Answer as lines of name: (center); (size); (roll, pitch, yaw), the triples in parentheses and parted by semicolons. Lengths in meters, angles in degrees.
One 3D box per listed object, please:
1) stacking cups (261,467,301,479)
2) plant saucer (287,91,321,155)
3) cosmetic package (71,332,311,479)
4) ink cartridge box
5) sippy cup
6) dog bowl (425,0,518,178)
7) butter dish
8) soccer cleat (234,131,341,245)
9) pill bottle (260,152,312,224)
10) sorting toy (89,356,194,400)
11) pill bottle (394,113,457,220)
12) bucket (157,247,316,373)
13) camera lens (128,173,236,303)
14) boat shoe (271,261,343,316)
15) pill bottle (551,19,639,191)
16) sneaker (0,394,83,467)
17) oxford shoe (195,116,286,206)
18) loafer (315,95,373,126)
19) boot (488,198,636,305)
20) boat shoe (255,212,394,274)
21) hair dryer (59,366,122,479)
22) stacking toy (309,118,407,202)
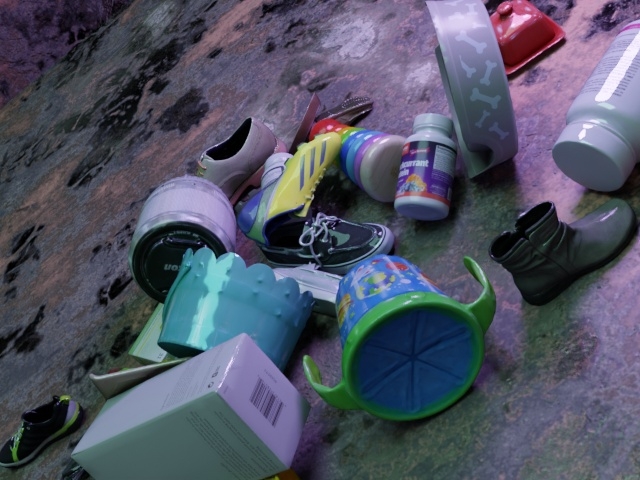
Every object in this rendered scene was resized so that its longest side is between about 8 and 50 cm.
stacking cups: (-0.167, 0.497, 1.387); (0.316, 0.096, 0.096); (-36, 40, 13)
plant saucer: (-0.037, -0.271, 1.959); (0.168, 0.029, 0.168); (-157, 90, -84)
cosmetic package: (-0.225, 0.332, 1.419); (0.365, 0.197, 0.155); (-26, 23, 30)
ink cartridge box: (-0.285, 0.204, 1.761); (0.235, 0.056, 0.171); (6, 57, 43)
sippy cup: (0.127, 0.144, 1.382); (0.305, 0.240, 0.224); (-1, 27, -13)
dog bowl: (0.290, -0.298, 1.566); (0.102, 0.349, 0.349); (-14, 45, 9)
butter dish: (0.417, -0.464, 1.776); (0.159, 0.118, 0.160); (-34, 40, 7)
soccer cleat: (-0.047, -0.104, 1.700); (0.289, 0.093, 0.121); (-44, 66, -10)
pill bottle: (-0.080, -0.111, 1.845); (0.108, 0.108, 0.180); (-26, 42, 16)
sorting toy: (-0.311, 0.276, 1.560); (0.208, 0.193, 0.038); (-8, 57, 0)
pill bottle: (0.210, -0.145, 1.613); (0.108, 0.108, 0.194); (-1, 71, 37)
bucket: (-0.165, 0.152, 1.550); (0.281, 0.281, 0.183); (4, 65, 40)
camera lens: (-0.294, 0.000, 1.787); (0.219, 0.219, 0.274); (-32, 24, 10)
boat shoe: (-0.017, 0.089, 1.648); (0.227, 0.079, 0.081); (16, 58, 38)
pill bottle: (0.534, -0.235, 1.443); (0.160, 0.160, 0.283); (19, 66, 46)
sneaker: (-0.633, 0.408, 1.806); (0.234, 0.097, 0.084); (-35, 40, 6)
oxford shoe: (-0.270, -0.141, 1.987); (0.397, 0.146, 0.140); (-45, 43, -3)
loafer: (0.060, -0.299, 1.958); (0.148, 0.050, 0.056); (-23, 35, -3)
boot: (0.400, -0.011, 1.340); (0.246, 0.161, 0.083); (-40, 40, 0)
boat shoe: (0.001, -0.003, 1.686); (0.306, 0.105, 0.113); (-1, 54, 38)
hair dryer: (-0.452, 0.390, 1.698); (0.223, 0.080, 0.294); (-13, 47, 30)
stacking toy: (0.074, -0.191, 1.799); (0.141, 0.141, 0.330); (-46, 34, -7)
